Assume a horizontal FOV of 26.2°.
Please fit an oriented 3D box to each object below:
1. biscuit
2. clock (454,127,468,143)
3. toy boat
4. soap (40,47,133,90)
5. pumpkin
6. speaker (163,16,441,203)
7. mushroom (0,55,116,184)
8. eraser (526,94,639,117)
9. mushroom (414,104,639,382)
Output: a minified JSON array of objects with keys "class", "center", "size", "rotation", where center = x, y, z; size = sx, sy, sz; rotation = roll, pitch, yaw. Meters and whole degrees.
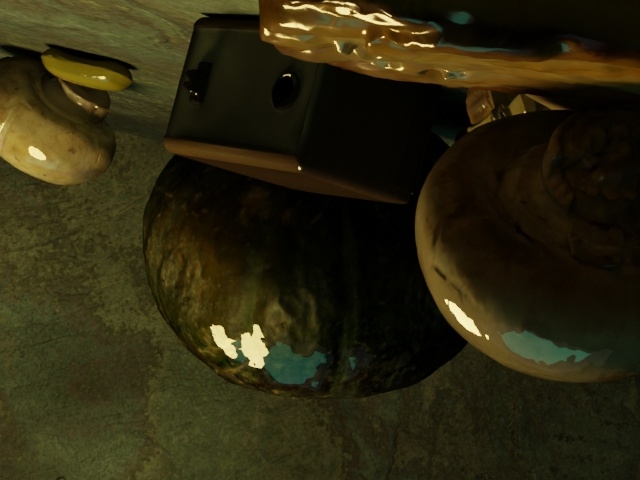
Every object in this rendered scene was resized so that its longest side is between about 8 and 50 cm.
[{"class":"biscuit","center":[0.106,-0.145,0.843],"size":[0.296,0.102,0.296],"rotation":[7,-179,0]},{"class":"clock","center":[0.286,-0.099,1.760],"size":[0.235,0.029,0.235],"rotation":[12,171,2]},{"class":"toy boat","center":[0.182,-0.114,1.248],"size":[0.089,0.115,0.310],"rotation":[-23,-178,-1]},{"class":"soap","center":[-0.350,-0.254,2.062],"size":[0.140,0.045,0.089],"rotation":[14,175,10]},{"class":"pumpkin","center":[0.000,0.000,1.724],"size":[0.454,0.344,0.454],"rotation":[4,-154,-2]},{"class":"speaker","center":[-0.018,-0.136,1.429],"size":[0.192,0.153,0.231],"rotation":[17,177,-42]},{"class":"mushroom","center":[-0.441,-0.201,2.227],"size":[0.255,0.255,0.184],"rotation":[16,133,-44]},{"class":"eraser","center":[0.317,-0.106,0.958],"size":[0.343,0.078,0.144],"rotation":[12,178,39]},{"class":"mushroom","center":[0.175,-0.009,0.953],"size":[0.226,0.226,0.178],"rotation":[14,142,18]}]
